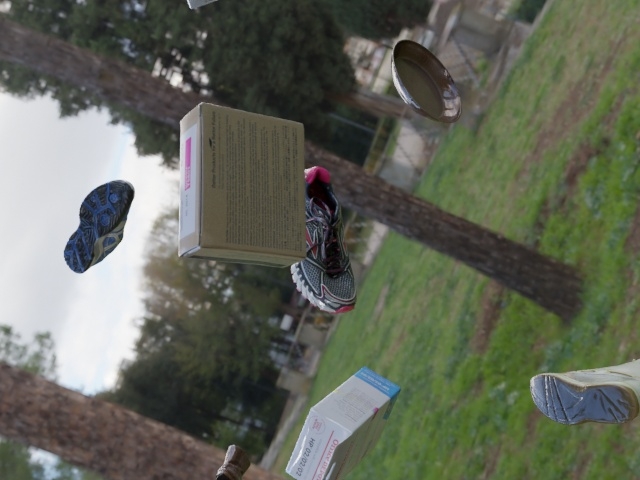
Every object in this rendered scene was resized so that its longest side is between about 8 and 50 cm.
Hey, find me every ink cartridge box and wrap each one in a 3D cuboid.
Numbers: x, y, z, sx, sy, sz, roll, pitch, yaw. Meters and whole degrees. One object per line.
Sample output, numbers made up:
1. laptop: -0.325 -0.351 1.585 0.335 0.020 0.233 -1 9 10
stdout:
1. ink cartridge box: 0.022 0.241 1.091 0.181 0.061 0.104 -25 -40 -58
2. ink cartridge box: -0.124 -0.083 1.412 0.088 0.193 0.235 -22 65 56

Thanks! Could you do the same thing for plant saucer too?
1. plant saucer: 0.206 -0.314 1.783 0.036 0.198 0.199 -35 23 37

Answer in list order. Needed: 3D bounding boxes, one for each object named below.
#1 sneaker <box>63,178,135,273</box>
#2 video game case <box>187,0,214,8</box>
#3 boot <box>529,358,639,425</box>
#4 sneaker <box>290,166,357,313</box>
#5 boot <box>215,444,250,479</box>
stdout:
1. sneaker: -0.390 -0.033 1.594 0.211 0.080 0.081 -50 -11 29
2. video game case: -0.098 -0.347 1.076 0.143 0.157 0.019 85 164 -77
3. boot: 0.438 0.218 1.328 0.213 0.165 0.077 -11 93 60
4. sneaker: 0.000 0.000 1.714 0.112 0.120 0.299 -41 62 49
5. boot: -0.144 0.444 1.652 0.037 0.106 0.114 -38 6 14
